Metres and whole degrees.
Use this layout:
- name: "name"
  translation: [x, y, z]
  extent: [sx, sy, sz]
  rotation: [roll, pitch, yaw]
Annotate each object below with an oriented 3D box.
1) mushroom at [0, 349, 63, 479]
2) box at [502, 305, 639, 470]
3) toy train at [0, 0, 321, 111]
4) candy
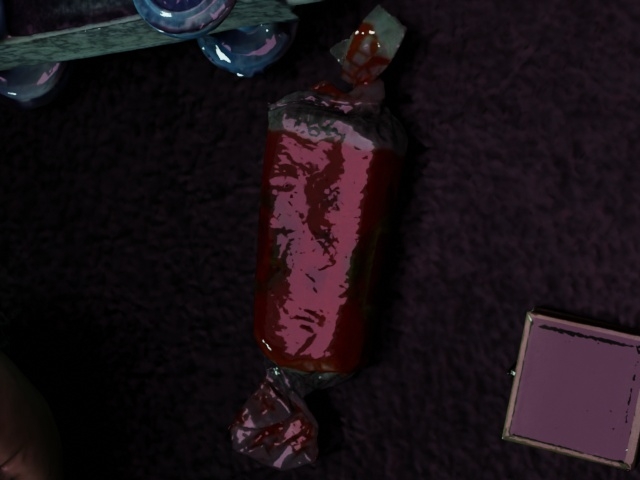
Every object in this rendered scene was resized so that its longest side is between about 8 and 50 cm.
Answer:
- name: "mushroom"
  translation: [-0.268, 0.184, 0.891]
  extent: [0.234, 0.254, 0.260]
  rotation: [45, 150, 45]
- name: "box"
  translation: [0.151, 0.084, 0.849]
  extent: [0.083, 0.035, 0.079]
  rotation: [12, 95, 18]
- name: "toy train"
  translation: [-0.139, -0.196, 0.902]
  extent: [0.300, 0.131, 0.201]
  rotation: [-6, 82, 19]
- name: "candy"
  translation: [0.001, 0.000, 0.888]
  extent: [0.086, 0.059, 0.292]
  rotation: [11, 96, 18]
